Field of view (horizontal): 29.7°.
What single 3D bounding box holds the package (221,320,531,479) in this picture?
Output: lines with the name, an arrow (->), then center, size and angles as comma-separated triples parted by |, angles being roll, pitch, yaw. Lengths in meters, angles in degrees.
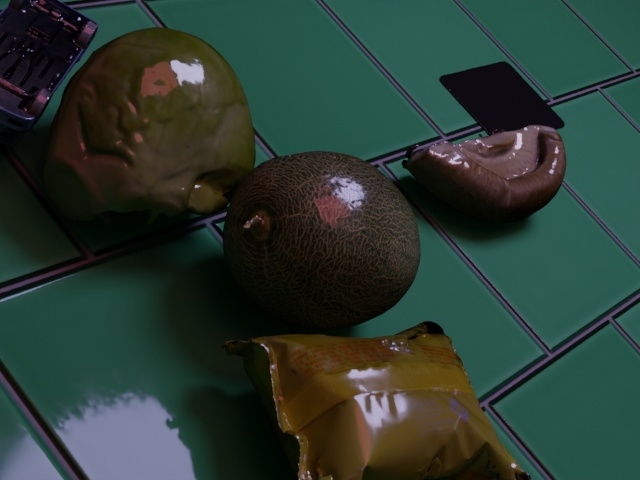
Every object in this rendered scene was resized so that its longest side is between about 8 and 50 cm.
package -> 0.042, 0.126, 0.875 | 0.226, 0.090, 0.168 | 4, 45, -41

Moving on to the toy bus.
toy bus -> -0.232, -0.129, 0.929 | 0.073, 0.076, 0.167 | 31, 35, -10

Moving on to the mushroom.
mushroom -> 0.171, -0.063, 1.197 | 0.210, 0.072, 0.094 | -15, 60, -43

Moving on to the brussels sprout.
brussels sprout -> -0.131, -0.089, 0.925 | 0.183, 0.131, 0.145 | -13, 104, -51

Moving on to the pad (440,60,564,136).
pad -> 0.212, -0.160, 1.393 | 0.112, 0.003, 0.157 | 50, 38, 16

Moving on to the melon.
melon -> 0.000, 0.000, 0.927 | 0.192, 0.139, 0.139 | 15, 40, -53
